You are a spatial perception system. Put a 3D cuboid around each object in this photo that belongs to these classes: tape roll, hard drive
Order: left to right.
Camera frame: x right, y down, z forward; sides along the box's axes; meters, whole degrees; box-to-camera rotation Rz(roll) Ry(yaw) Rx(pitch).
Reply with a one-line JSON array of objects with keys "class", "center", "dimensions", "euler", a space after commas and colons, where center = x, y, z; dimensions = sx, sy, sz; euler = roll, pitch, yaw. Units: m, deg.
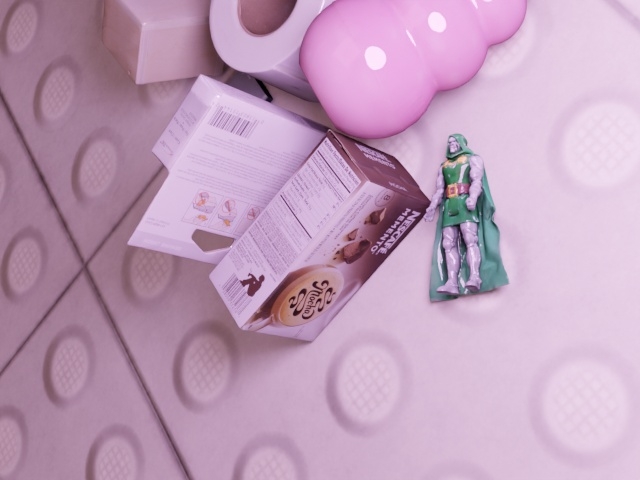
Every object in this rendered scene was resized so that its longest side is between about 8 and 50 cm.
[{"class": "hard drive", "center": [-0.147, -0.229, 1.765], "dimensions": [0.135, 0.022, 0.094], "euler": [-47, 55, 21]}, {"class": "tape roll", "center": [-0.031, -0.357, 1.605], "dimensions": [0.246, 0.169, 0.246], "euler": [-10, 75, 37]}]

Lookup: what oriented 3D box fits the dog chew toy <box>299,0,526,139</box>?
[{"class": "dog chew toy", "center": [0.140, -0.284, 1.424], "dimensions": [0.332, 0.206, 0.206], "euler": [-29, 60, 5]}]

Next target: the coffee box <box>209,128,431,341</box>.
[{"class": "coffee box", "center": [0.000, 0.000, 1.497], "dimensions": [0.297, 0.168, 0.119], "euler": [-49, 54, 19]}]

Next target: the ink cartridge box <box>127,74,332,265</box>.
[{"class": "ink cartridge box", "center": [-0.131, -0.088, 1.539], "dimensions": [0.261, 0.296, 0.066], "euler": [-55, 51, 16]}]

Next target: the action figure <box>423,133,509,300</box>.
[{"class": "action figure", "center": [0.195, -0.041, 1.420], "dimensions": [0.137, 0.063, 0.232], "euler": [-15, 67, 40]}]

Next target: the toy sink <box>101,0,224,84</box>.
[{"class": "toy sink", "center": [-0.245, -0.374, 1.792], "dimensions": [0.153, 0.234, 0.131], "euler": [49, 140, 35]}]
